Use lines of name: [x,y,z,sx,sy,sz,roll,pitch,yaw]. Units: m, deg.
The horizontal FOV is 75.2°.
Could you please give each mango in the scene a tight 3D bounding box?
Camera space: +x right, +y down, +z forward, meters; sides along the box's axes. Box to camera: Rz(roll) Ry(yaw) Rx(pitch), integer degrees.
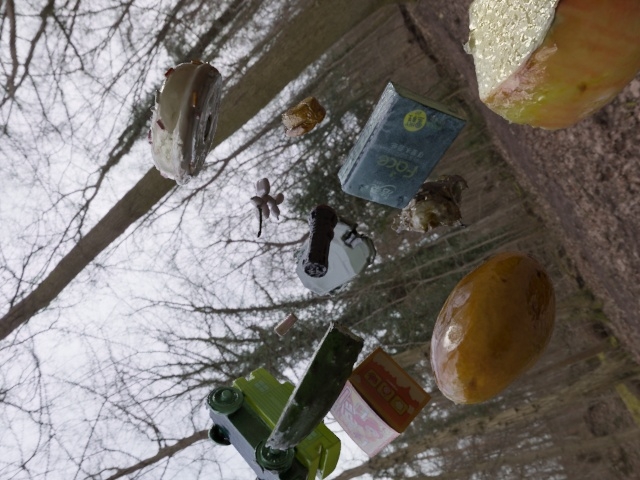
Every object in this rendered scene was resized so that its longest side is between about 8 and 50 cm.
mango: [0.191,0.099,0.462,0.109,0.147,0.227,23,-142,31]

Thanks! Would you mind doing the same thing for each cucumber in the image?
cucumber: [-0.010,0.347,0.948,0.105,0.325,0.145,32,173,4]

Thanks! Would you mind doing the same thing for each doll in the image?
doll: [-0.192,-0.134,1.463,0.161,0.059,0.160,43,-142,-45]

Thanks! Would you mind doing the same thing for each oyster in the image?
oyster: [0.348,-0.108,1.206,0.197,0.133,0.337,19,-147,33]

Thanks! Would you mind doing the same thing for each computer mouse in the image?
computer mouse: [0.054,0.053,1.508,0.228,0.429,0.145,46,-128,2]

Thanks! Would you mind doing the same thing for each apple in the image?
apple: [0.420,-0.349,0.682,0.308,0.314,0.252,1,-145,-18]

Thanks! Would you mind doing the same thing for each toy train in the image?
toy train: [-0.143,0.549,1.210,0.272,0.179,0.442,-14,-148,-42]

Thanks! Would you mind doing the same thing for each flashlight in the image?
flashlight: [0.000,0.000,1.149,0.093,0.093,0.232,37,-145,-26]

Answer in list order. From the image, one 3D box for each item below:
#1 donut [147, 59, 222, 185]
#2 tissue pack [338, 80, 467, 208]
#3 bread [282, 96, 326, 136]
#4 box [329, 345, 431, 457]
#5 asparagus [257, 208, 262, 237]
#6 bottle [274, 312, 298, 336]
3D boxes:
donut: [-0.409,-0.361,1.271,0.142,0.383,0.383,16,-140,-10]
tissue pack: [0.177,-0.206,0.946,0.185,0.257,0.081,13,-139,-21]
bread: [-0.030,-0.216,0.727,0.046,0.081,0.083,55,-127,-29]
box: [0.202,0.601,1.537,0.259,0.284,0.213,42,-132,20]
asparagus: [-0.191,-0.054,1.314,0.014,0.015,0.114,51,-152,-49]
bottle: [-0.133,0.327,1.622,0.045,0.096,0.045,46,180,0]
